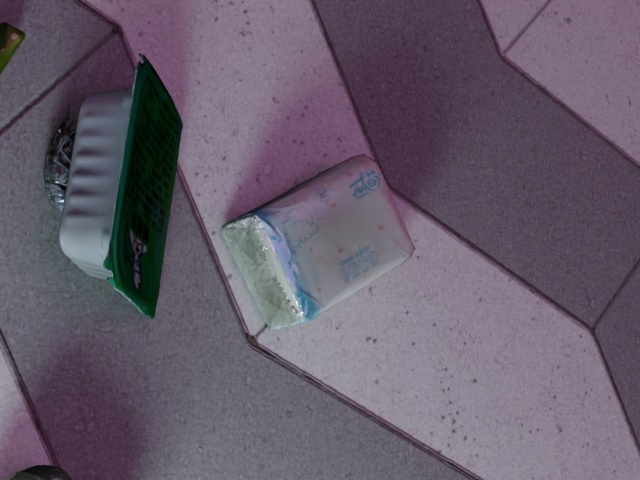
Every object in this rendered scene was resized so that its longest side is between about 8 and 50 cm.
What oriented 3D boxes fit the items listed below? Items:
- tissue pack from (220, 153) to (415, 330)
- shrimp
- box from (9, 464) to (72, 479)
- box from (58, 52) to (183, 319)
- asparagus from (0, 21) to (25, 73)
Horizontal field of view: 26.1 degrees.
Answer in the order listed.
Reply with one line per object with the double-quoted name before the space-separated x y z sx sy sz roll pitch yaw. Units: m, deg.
"tissue pack" 0.001 0.002 2.215 0.271 0.124 0.201 -30 101 -36
"shrimp" -0.368 -0.121 2.020 0.065 0.056 0.165 9 85 -18
"box" -0.358 0.413 1.862 0.129 0.148 0.210 -39 101 -26
"box" -0.292 -0.077 1.991 0.106 0.264 0.336 4 74 10
"asparagus" -0.481 -0.236 1.973 0.045 0.041 0.178 34 64 -16
